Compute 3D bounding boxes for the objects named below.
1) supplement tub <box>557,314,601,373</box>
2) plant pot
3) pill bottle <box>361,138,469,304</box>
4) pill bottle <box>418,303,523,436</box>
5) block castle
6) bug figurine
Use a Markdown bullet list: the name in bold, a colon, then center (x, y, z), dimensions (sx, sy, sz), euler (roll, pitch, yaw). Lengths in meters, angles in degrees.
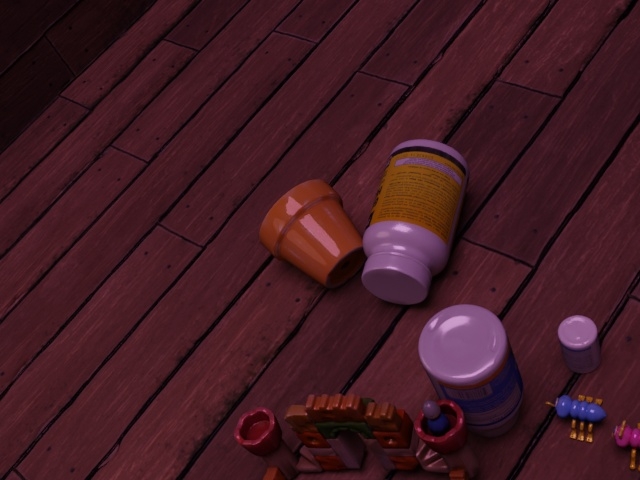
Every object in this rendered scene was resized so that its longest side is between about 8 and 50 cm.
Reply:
- **supplement tub**: center (0.480, 0.193, 1.519), dimensions (0.071, 0.107, 0.071), euler (-12, 50, 14)
- **plant pot**: center (0.000, 0.000, 1.835), dimensions (0.205, 0.205, 0.188), euler (-40, 65, -9)
- **pill bottle**: center (0.199, -0.039, 1.768), dimensions (0.188, 0.188, 0.333), euler (3, 55, 26)
- **pill bottle**: center (0.277, 0.243, 1.458), dimensions (0.152, 0.272, 0.152), euler (-12, 51, 15)
- **block castle**: center (0.032, 0.424, 1.409), dimensions (0.454, 0.212, 0.303), euler (-9, 41, 28)
- **bug figurine**: center (0.474, 0.383, 1.398), dimensions (0.216, 0.072, 0.279), euler (5, 56, 26)
